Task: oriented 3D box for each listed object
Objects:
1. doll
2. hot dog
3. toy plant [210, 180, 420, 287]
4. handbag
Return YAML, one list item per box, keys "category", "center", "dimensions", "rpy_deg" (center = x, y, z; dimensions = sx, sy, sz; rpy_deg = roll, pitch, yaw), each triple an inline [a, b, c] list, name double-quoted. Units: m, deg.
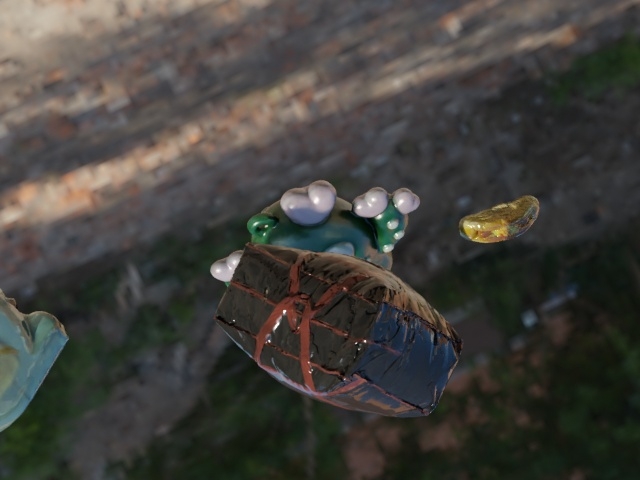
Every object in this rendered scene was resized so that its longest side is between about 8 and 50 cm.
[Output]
- category: "doll"
  center: [-0.362, 0.103, 1.661]
  dimensions: [0.260, 0.177, 0.161]
  rpy_deg: [-8, -132, 58]
- category: "hot dog"
  center: [0.190, -0.017, 1.923]
  dimensions: [0.090, 0.034, 0.030]
  rpy_deg: [-19, 138, -8]
- category: "toy plant"
  center: [-0.004, 0.002, 2.315]
  dimensions: [0.243, 0.112, 0.232]
  rpy_deg: [1, 144, -30]
- category: "handbag"
  center: [0.015, 0.090, 1.904]
  dimensions: [0.215, 0.155, 0.169]
  rpy_deg: [21, 179, 37]
